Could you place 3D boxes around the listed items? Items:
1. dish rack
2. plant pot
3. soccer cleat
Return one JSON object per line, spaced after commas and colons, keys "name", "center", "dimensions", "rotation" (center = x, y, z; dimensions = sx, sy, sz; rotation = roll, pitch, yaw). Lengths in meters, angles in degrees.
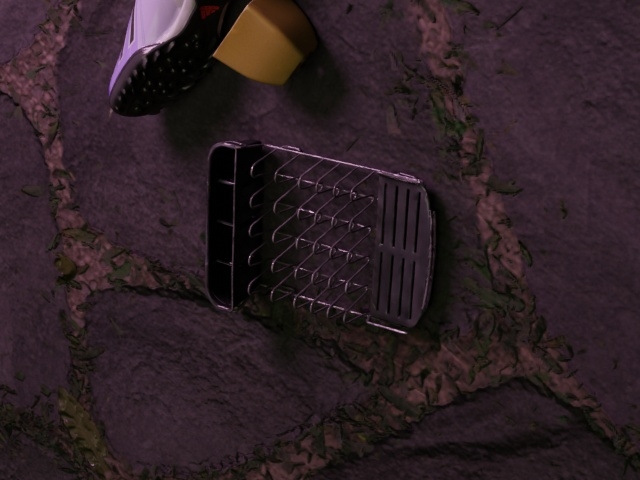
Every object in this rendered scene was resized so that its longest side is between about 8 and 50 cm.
{"name": "dish rack", "center": [0.000, 0.000, 1.828], "dimensions": [0.272, 0.074, 0.208], "rotation": [15, 116, 27]}
{"name": "plant pot", "center": [-0.053, -0.220, 1.776], "dimensions": [0.083, 0.081, 0.081], "rotation": [38, 125, 0]}
{"name": "soccer cleat", "center": [-0.164, -0.275, 1.821], "dimensions": [0.116, 0.109, 0.318], "rotation": [58, 133, 29]}
